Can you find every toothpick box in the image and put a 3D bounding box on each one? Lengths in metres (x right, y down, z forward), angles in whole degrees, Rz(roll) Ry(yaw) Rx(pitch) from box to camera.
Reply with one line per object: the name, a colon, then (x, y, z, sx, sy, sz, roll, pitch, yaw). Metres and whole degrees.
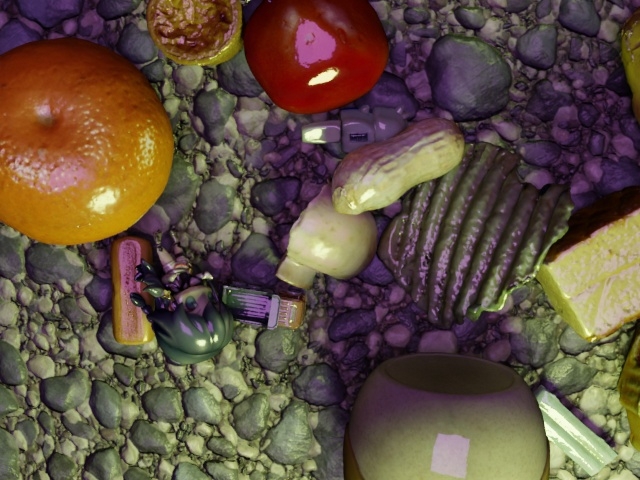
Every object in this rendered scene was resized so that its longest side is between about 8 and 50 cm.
toothpick box: (0.246, 0.466, 1.623, 0.409, 0.409, 0.425, 2, 99, 3)

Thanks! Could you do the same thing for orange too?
orange: (-0.506, -0.192, 1.645, 0.424, 0.326, 0.423, 1, 78, -6)

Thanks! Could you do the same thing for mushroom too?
mushroom: (0.022, 0.013, 1.712, 0.173, 0.162, 0.236, 32, 99, 6)

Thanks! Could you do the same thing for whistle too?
whistle: (0.081, -0.235, 1.723, 0.245, 0.092, 0.110, -5, 124, 0)

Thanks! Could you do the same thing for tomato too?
tomato: (-0.011, -0.392, 1.649, 0.299, 0.226, 0.298, 0, 97, 1)

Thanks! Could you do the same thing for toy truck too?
toy truck: (-0.130, 0.142, 1.770, 0.192, 0.092, 0.083, 9, 95, 2)

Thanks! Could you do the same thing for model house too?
model house: (0.704, 0.293, 1.685, 0.174, 0.268, 0.239, -15, 93, 25)

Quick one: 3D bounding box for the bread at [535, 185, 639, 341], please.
bread: (0.581, 0.035, 1.638, 0.279, 0.279, 0.207, -30, 95, 8)

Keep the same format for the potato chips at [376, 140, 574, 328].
potato chips: (0.307, -0.010, 1.669, 0.097, 0.373, 0.389, 27, 104, -45)

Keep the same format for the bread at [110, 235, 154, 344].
bread: (-0.409, 0.107, 1.790, 0.093, 0.074, 0.239, 0, 95, 4)

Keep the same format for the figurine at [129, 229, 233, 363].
figurine: (-0.289, 0.128, 1.693, 0.175, 0.197, 0.265, -15, 56, -24)

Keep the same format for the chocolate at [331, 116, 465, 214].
chocolate: (0.154, -0.155, 1.654, 0.309, 0.134, 0.134, -30, 93, -9)

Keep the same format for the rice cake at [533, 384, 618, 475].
rice cake: (0.541, 0.418, 1.787, 0.226, 0.040, 0.085, 41, 95, -1)

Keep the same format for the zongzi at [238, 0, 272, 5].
zongzi: (0.020, -0.603, 1.537, 0.419, 0.447, 0.181, -16, 119, 0)

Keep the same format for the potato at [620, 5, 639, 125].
potato: (0.709, -0.339, 1.659, 0.173, 0.140, 0.300, -17, 98, 9)

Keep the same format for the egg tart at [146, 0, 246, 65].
egg tart: (-0.242, -0.454, 1.688, 0.203, 0.147, 0.202, 1, 94, 10)
